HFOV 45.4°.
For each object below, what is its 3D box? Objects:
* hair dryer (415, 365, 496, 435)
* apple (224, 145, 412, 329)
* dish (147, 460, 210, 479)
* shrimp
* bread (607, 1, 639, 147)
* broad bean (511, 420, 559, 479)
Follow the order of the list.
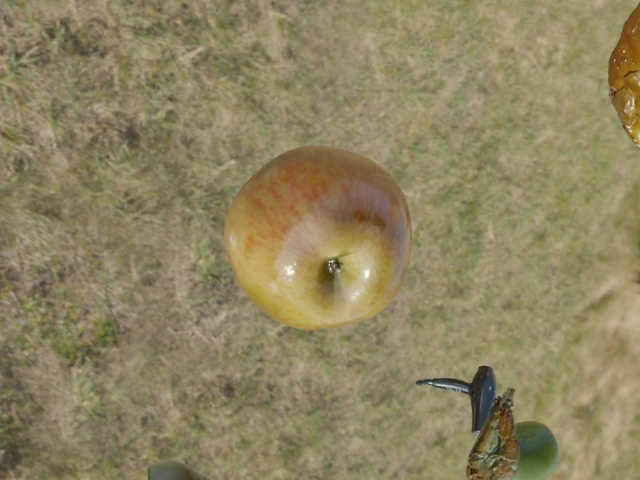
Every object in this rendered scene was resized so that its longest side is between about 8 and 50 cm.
[{"bbox_3d":[0.364,0.421,2.083,0.075,0.219,0.195,79,24,-53],"label":"hair dryer"},{"bbox_3d":[0.000,0.000,1.568,0.392,0.346,0.391,-9,122,-14],"label":"apple"},{"bbox_3d":[-0.266,0.629,1.711,0.124,0.324,0.324,-23,127,-8],"label":"dish"},{"bbox_3d":[0.292,0.329,1.257,0.043,0.091,0.184,42,54,-34],"label":"shrimp"},{"bbox_3d":[0.646,-0.266,1.143,0.215,0.398,0.398,-53,140,-43],"label":"bread"},{"bbox_3d":[0.384,0.419,1.495,0.082,0.175,0.124,114,-29,-70],"label":"broad bean"}]
